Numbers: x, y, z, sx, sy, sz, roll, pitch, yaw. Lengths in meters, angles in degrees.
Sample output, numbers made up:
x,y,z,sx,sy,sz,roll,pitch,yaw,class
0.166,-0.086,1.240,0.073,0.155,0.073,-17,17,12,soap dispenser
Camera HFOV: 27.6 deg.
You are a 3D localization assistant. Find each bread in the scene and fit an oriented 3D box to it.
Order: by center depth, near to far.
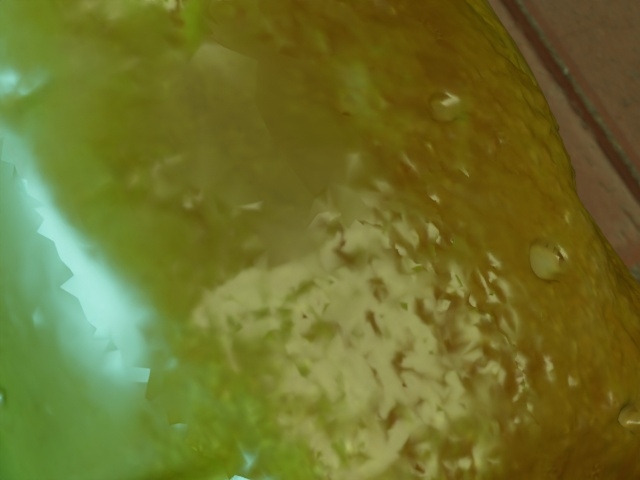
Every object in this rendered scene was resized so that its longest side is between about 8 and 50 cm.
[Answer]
x,y,z,sx,sy,sz,roll,pitch,yaw,class
0.000,0.000,0.622,0.361,0.250,0.394,-21,68,-31,bread
